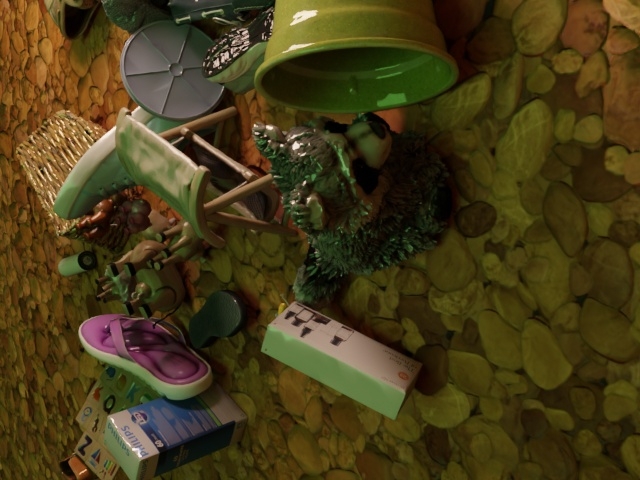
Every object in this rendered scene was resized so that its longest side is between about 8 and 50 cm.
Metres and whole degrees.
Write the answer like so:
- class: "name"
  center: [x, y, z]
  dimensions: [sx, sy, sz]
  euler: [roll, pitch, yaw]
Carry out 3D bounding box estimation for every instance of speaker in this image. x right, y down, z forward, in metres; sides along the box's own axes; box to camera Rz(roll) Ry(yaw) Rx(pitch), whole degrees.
- class: "speaker"
  center: [-0.665, 0.064, 1.932]
  dimensions: [0.136, 0.055, 0.055]
  euler: [-14, 88, 47]

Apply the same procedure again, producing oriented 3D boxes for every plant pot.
- class: "plant pot"
  center: [0.043, -0.335, 0.971]
  dimensions: [0.276, 0.276, 0.253]
  euler: [-9, 81, 47]

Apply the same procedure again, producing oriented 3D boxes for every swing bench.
- class: "swing bench"
  center: [-0.194, -0.116, 1.248]
  dimensions: [0.253, 0.255, 0.165]
  euler: [37, 124, 35]

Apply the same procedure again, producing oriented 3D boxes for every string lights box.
- class: "string lights box"
  center: [-0.297, 0.390, 1.468]
  dimensions: [0.133, 0.260, 0.076]
  euler: [39, 125, 35]

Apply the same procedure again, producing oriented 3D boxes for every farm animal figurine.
- class: "farm animal figurine"
  center: [-0.355, 0.025, 1.530]
  dimensions: [0.330, 0.172, 0.326]
  euler: [19, 125, 34]

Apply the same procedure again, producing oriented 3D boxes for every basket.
- class: "basket"
  center: [-0.554, -0.151, 1.740]
  dimensions: [0.213, 0.223, 0.299]
  euler: [-39, 67, 9]

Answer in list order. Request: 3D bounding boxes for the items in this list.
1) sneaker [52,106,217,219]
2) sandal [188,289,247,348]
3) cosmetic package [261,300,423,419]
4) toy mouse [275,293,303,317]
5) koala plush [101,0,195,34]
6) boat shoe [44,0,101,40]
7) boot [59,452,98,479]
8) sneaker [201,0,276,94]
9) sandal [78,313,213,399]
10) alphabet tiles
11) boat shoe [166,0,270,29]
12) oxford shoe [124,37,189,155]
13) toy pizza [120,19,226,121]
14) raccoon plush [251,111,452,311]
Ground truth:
- class: "sneaker"
  center: [-0.349, -0.149, 1.374]
  dimensions: [0.150, 0.366, 0.135]
  euler: [45, 177, -2]
- class: "sandal"
  center: [-0.210, 0.163, 1.487]
  dimensions: [0.254, 0.055, 0.097]
  euler: [-29, 70, 56]
- class: "cosmetic package"
  center: [0.035, 0.186, 1.130]
  dimensions: [0.239, 0.099, 0.060]
  euler: [24, 119, 15]
- class: "toy mouse"
  center: [-0.024, 0.153, 1.247]
  dimensions: [0.143, 0.031, 0.161]
  euler: [23, 154, 30]
- class: "koala plush"
  center: [-0.352, -0.507, 1.392]
  dimensions: [0.221, 0.203, 0.196]
  euler: [51, 131, 42]
- class: "boat shoe"
  center: [-0.536, -0.583, 1.612]
  dimensions: [0.341, 0.122, 0.110]
  euler: [-32, 80, 56]
- class: "boot"
  center: [-0.495, 0.522, 1.732]
  dimensions: [0.284, 0.220, 0.108]
  euler: [-6, 98, 47]
- class: "sneaker"
  center: [-0.073, -0.331, 1.200]
  dimensions: [0.272, 0.108, 0.100]
  euler: [-19, 59, 32]
- class: "sandal"
  center: [-0.391, 0.225, 1.601]
  dimensions: [0.416, 0.169, 0.102]
  euler: [19, 119, 35]
- class: "alphabet tiles"
  center: [-0.456, 0.386, 1.680]
  dimensions: [0.285, 0.011, 0.342]
  euler: [22, 80, 42]
- class: "boat shoe"
  center: [-0.167, -0.416, 1.257]
  dimensions: [0.255, 0.095, 0.079]
  euler: [6, 119, 25]
- class: "oxford shoe"
  center: [-0.345, -0.295, 1.480]
  dimensions: [0.097, 0.098, 0.271]
  euler: [-20, 84, 47]
- class: "toy pizza"
  center: [-0.276, -0.318, 1.340]
  dimensions: [0.032, 0.201, 0.201]
  euler: [156, 99, -68]
- class: "raccoon plush"
  center: [0.000, 0.000, 1.038]
  dimensions: [0.216, 0.299, 0.446]
  euler: [44, 128, 31]
